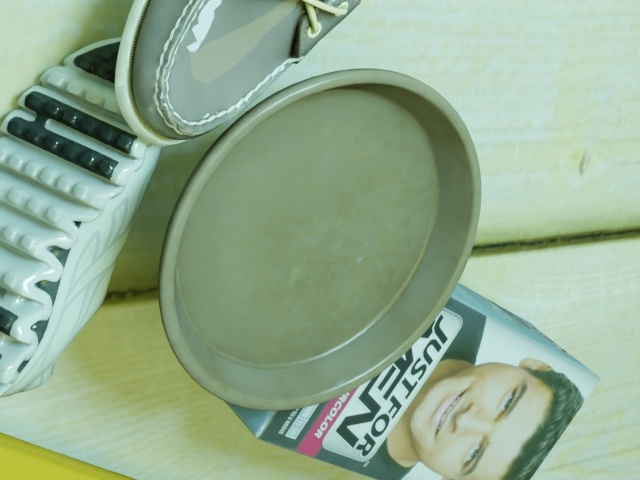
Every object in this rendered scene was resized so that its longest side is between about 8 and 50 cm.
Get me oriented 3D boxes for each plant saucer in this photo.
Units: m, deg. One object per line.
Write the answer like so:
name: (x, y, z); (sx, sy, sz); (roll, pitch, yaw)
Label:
plant saucer: (0.000, 0.000, 0.906); (0.278, 0.041, 0.278); (-17, 123, -27)

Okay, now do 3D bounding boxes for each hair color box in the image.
hair color box: (0.088, 0.127, 1.148); (0.374, 0.113, 0.185); (28, 99, -44)

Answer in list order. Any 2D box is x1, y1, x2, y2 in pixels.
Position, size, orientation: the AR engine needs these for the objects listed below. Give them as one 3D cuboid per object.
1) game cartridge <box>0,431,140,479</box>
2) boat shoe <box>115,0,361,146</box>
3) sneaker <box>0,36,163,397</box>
game cartridge: (-0.205, 0.338, 1.027); (0.324, 0.053, 0.285); (31, 70, -43)
boat shoe: (-0.015, -0.195, 0.830); (0.324, 0.097, 0.116); (-53, 128, -18)
sneaker: (-0.186, -0.013, 0.883); (0.292, 0.110, 0.118); (-60, 159, 1)
